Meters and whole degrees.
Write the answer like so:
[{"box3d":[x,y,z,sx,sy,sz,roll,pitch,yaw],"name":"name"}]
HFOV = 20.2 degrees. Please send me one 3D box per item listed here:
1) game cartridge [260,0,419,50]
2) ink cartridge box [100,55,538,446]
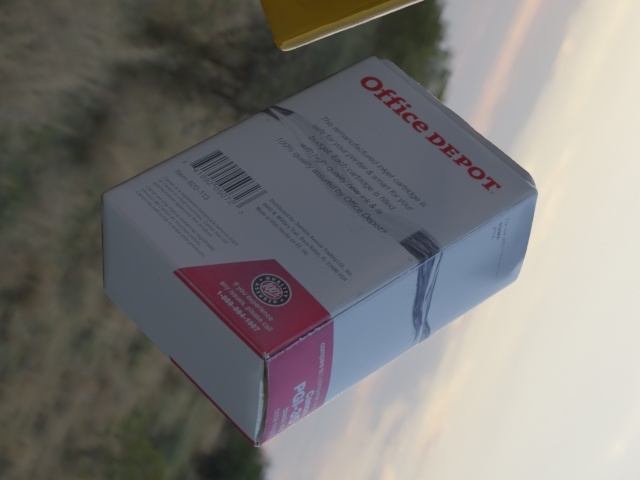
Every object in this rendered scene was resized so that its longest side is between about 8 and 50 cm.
[{"box3d":[0.059,-0.363,1.677,0.323,0.285,0.052,-19,-178,23],"name":"game cartridge"},{"box3d":[0.000,0.000,1.410,0.283,0.207,0.117,-30,146,-29],"name":"ink cartridge box"}]
